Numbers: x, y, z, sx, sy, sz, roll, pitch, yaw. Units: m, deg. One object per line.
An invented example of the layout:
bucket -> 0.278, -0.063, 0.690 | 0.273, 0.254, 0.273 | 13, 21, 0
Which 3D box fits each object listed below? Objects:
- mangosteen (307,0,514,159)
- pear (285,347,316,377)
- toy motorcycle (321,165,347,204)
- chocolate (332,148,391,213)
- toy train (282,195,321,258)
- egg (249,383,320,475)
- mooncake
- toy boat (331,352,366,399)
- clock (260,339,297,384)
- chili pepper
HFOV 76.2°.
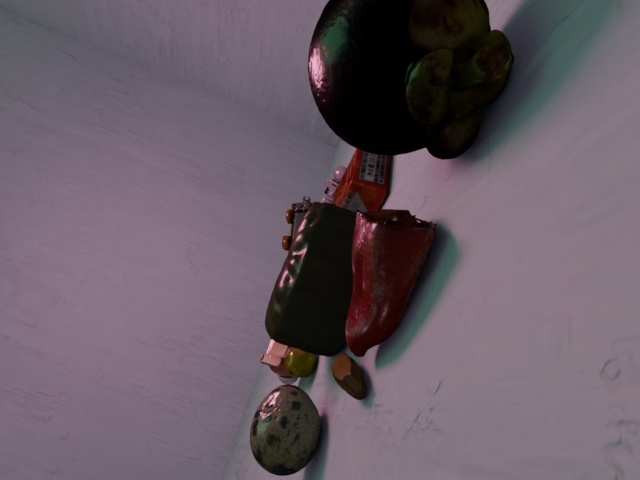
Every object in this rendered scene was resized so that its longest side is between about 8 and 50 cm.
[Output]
mangosteen -> 0.137, -0.261, 0.647 | 0.297, 0.313, 0.297 | -34, -11, -8
pear -> -0.051, 0.332, 1.122 | 0.097, 0.092, 0.092 | -53, -5, -36
toy motorcycle -> 0.076, -0.253, 2.016 | 0.112, 0.112, 0.254 | -79, 10, -60
chocolate -> 0.110, -0.138, 1.177 | 0.237, 0.108, 0.234 | -73, 8, -45
toy train -> -0.073, -0.044, 2.063 | 0.231, 0.163, 0.369 | 52, -141, -62
egg -> -0.069, 0.376, 0.826 | 0.181, 0.141, 0.141 | -81, 14, -59
mooncake -> -0.002, 0.088, 0.985 | 0.356, 0.194, 0.356 | -158, 90, -83
toy boat -> 0.049, 0.233, 0.710 | 0.047, 0.049, 0.149 | -39, 2, -3
clock -> -0.088, 0.340, 1.232 | 0.166, 0.093, 0.162 | -66, -33, -28
chili pepper -> 0.097, 0.073, 0.643 | 0.144, 0.136, 0.252 | 18, 99, 40
